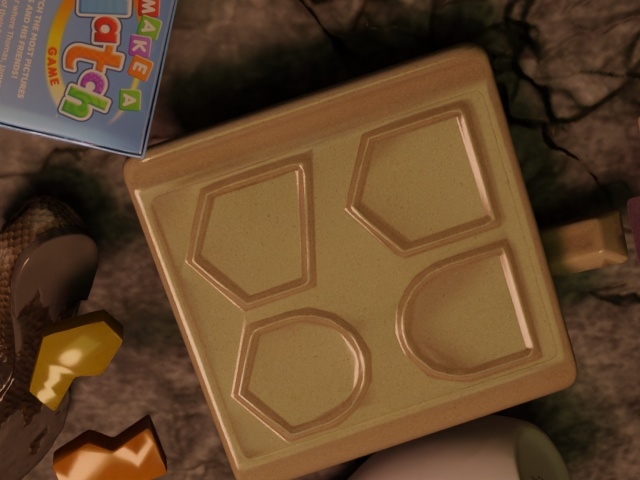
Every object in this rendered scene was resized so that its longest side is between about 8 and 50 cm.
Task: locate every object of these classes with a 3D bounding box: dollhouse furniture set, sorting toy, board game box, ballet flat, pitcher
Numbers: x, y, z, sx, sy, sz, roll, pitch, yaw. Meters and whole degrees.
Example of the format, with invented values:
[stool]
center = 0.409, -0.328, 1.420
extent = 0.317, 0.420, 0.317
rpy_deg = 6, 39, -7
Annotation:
[dollhouse furniture set]
center = 0.181, -0.022, 0.923
extent = 0.114, 0.091, 0.081
rpy_deg = -15, 169, 34
[sorting toy]
center = -0.024, 0.033, 0.880
extent = 0.307, 0.041, 0.229
rpy_deg = -18, 112, 0
[board game box]
center = -0.175, -0.141, 0.766
extent = 0.212, 0.039, 0.160
rpy_deg = 13, 90, -9
[ballet flat]
center = -0.195, 0.070, 0.950
extent = 0.084, 0.058, 0.249
rpy_deg = -13, 139, -37
[pitcher]
center = 0.074, 0.201, 1.017
extent = 0.207, 0.125, 0.178
rpy_deg = -26, 142, 27
